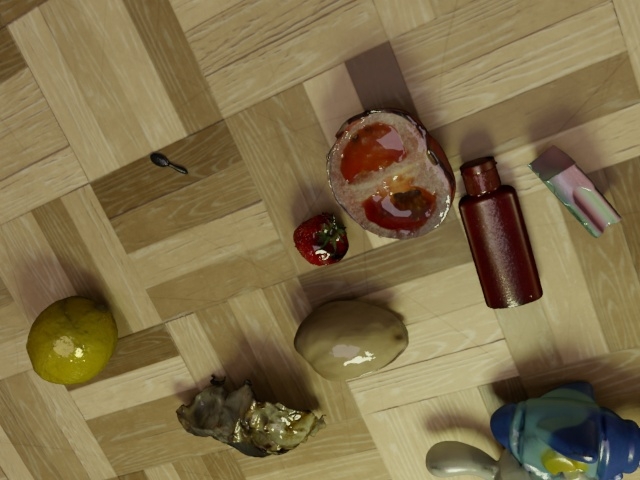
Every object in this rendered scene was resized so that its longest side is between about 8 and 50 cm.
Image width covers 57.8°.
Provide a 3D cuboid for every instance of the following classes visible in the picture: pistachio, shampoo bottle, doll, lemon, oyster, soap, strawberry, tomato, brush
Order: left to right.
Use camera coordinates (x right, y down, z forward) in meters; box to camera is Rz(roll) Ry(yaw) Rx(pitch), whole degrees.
[{"bbox_3d":[-0.524,0.211,1.226,0.193,0.180,0.181,-25,102,42],"label":"lemon"},{"bbox_3d":[-0.297,-0.148,1.133,0.083,0.008,0.024,25,109,5],"label":"brush"},{"bbox_3d":[-0.161,0.365,1.203,0.336,0.133,0.198,0,136,29],"label":"oyster"},{"bbox_3d":[-0.001,0.001,1.071,0.106,0.106,0.106,4,109,12],"label":"strawberry"},{"bbox_3d":[0.055,0.191,1.104,0.223,0.126,0.152,-2,72,14],"label":"pistachio"},{"bbox_3d":[0.121,-0.118,0.988,0.199,0.112,0.228,-23,103,27],"label":"tomato"},{"bbox_3d":[0.304,-0.013,1.003,0.102,0.064,0.260,-16,104,18],"label":"shampoo bottle"},{"bbox_3d":[0.439,0.396,1.064,0.375,0.187,0.366,18,123,-17],"label":"doll"},{"bbox_3d":[0.407,-0.083,0.935,0.149,0.100,0.056,37,109,-28],"label":"soap"}]
